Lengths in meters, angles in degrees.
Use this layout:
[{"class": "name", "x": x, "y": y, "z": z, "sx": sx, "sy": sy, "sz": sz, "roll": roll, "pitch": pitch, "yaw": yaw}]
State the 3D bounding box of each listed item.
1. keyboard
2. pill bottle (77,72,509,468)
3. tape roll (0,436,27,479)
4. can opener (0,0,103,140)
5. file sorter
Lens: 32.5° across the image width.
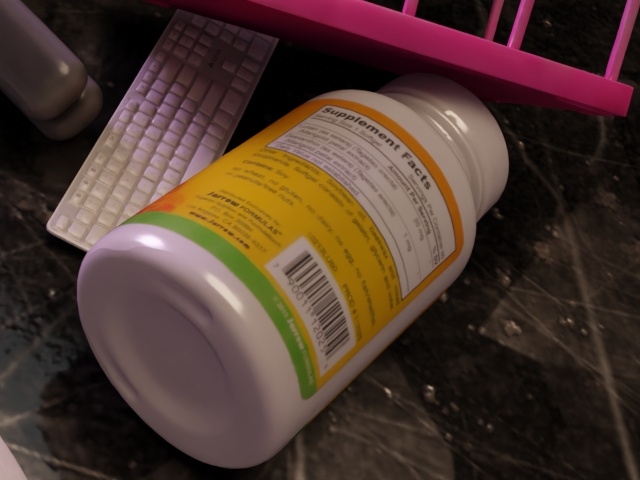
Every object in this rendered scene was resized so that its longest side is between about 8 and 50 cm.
[{"class": "keyboard", "x": -0.091, "y": -0.080, "z": 0.707, "sx": 0.072, "sy": 0.014, "sz": 0.256, "roll": 25, "pitch": 49, "yaw": -5}, {"class": "pill bottle", "x": 0.000, "y": 0.000, "z": 0.606, "sx": 0.136, "sy": 0.136, "sz": 0.246, "roll": 43, "pitch": 50, "yaw": 10}, {"class": "tape roll", "x": -0.285, "y": 0.175, "z": 0.393, "sx": 0.392, "sy": 0.072, "sz": 0.391, "roll": 12, "pitch": 52, "yaw": -15}, {"class": "can opener", "x": -0.251, "y": -0.158, "z": 0.670, "sx": 0.280, "sy": 0.074, "sz": 0.093, "roll": 40, "pitch": 84, "yaw": 10}, {"class": "file sorter", "x": 0.040, "y": -0.206, "z": 0.680, "sx": 0.291, "sy": 0.202, "sz": 0.182, "roll": 13, "pitch": 95, "yaw": -19}]
